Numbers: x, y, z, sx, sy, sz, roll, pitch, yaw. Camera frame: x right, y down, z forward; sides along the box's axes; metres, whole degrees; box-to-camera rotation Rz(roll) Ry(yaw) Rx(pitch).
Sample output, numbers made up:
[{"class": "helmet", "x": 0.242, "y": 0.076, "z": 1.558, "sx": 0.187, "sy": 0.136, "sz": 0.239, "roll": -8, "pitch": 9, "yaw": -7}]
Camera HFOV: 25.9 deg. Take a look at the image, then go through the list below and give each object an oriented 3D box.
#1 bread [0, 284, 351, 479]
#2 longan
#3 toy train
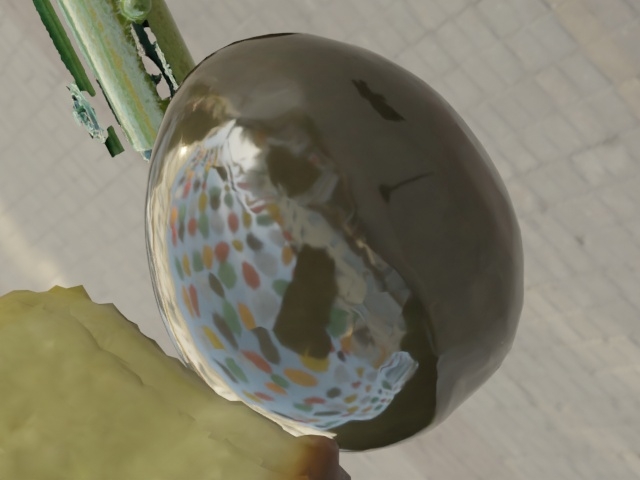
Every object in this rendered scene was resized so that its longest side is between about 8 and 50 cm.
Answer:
[{"class": "bread", "x": -0.145, "y": 0.215, "z": 0.406, "sx": 0.143, "sy": 0.323, "sz": 0.333, "roll": 34, "pitch": 141, "yaw": 14}, {"class": "longan", "x": 0.000, "y": 0.000, "z": 0.805, "sx": 0.248, "sy": 0.248, "sz": 0.248, "roll": 39, "pitch": 158, "yaw": 19}, {"class": "toy train", "x": -0.209, "y": -0.205, "z": 1.304, "sx": 0.307, "sy": 0.126, "sz": 0.189, "roll": 65, "pitch": 172, "yaw": -16}]
